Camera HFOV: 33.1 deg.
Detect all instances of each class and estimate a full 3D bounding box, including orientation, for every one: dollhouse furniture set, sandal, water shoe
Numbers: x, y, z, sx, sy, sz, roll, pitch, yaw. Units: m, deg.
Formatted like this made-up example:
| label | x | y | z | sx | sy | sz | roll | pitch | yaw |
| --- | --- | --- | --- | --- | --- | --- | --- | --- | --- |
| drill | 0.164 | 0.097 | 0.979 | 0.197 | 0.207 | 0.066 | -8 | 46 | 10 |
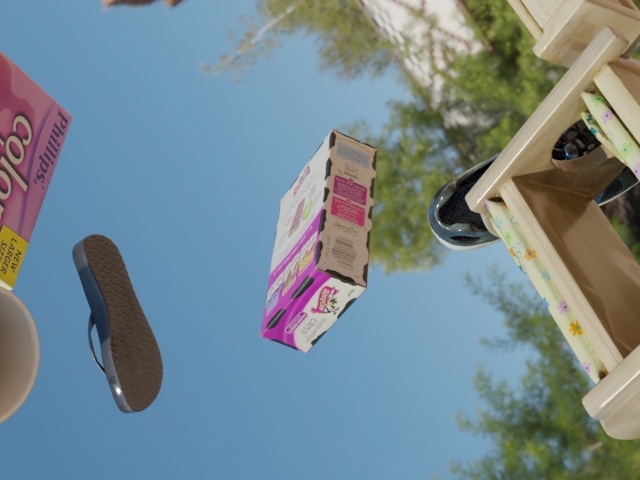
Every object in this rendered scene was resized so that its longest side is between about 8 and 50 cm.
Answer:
| label | x | y | z | sx | sy | sz | roll | pitch | yaw |
| --- | --- | --- | --- | --- | --- | --- | --- | --- | --- |
| dollhouse furniture set | 0.148 | -0.019 | 0.450 | 0.161 | 0.101 | 0.182 | 10 | -139 | -35 |
| sandal | -0.280 | 0.116 | 1.464 | 0.097 | 0.054 | 0.254 | 10 | -124 | -55 |
| water shoe | 0.177 | -0.050 | 0.802 | 0.073 | 0.203 | 0.080 | 61 | -179 | 6 |

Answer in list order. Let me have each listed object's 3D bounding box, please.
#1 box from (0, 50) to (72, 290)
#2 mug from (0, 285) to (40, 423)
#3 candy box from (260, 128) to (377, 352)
| label | x | y | z | sx | sy | sz | roll | pitch | yaw |
| --- | --- | --- | --- | --- | --- | --- | --- | --- | --- |
| box | -0.385 | -0.095 | 1.041 | 0.243 | 0.117 | 0.213 | 48 | -135 | -47 |
| mug | -0.314 | 0.075 | 0.861 | 0.113 | 0.169 | 0.150 | 40 | -122 | -40 |
| candy box | 0.000 | 0.000 | 1.340 | 0.071 | 0.159 | 0.233 | 21 | -133 | -17 |
